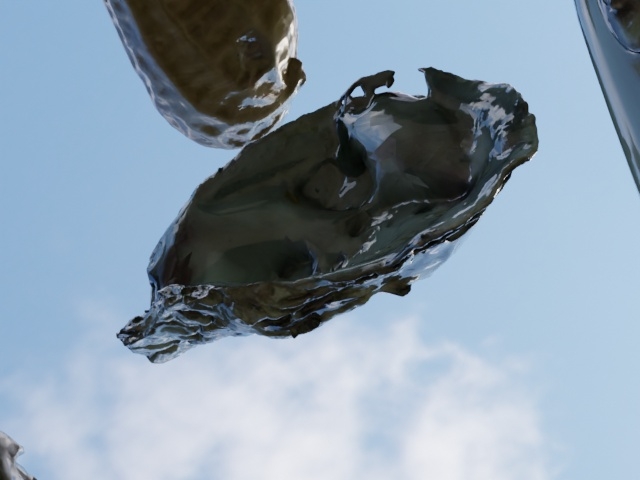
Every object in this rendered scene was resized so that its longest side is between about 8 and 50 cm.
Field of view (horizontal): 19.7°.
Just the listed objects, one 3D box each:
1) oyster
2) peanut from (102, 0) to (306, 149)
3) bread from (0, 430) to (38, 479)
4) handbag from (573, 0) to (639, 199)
[{"bbox_3d":[-0.002,-0.002,0.971,0.252,0.199,0.087,-49,-55,5],"label":"oyster"},{"bbox_3d":[-0.100,-0.213,1.474,0.140,0.153,0.325,-50,-39,-39],"label":"peanut"},{"bbox_3d":[-0.291,0.232,1.250,0.252,0.196,0.239,31,-111,-66],"label":"bread"},{"bbox_3d":[0.154,0.001,0.454,0.241,0.109,0.315,-5,-104,-57],"label":"handbag"}]
